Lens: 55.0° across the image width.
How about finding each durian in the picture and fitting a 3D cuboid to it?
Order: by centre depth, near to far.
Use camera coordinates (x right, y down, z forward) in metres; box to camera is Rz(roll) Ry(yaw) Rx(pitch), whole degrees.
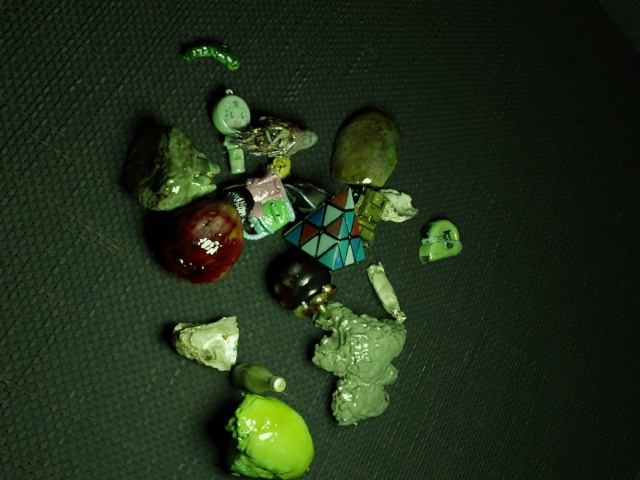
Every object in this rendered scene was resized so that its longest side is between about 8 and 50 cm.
[{"bbox_3d":[-0.153,0.583,1.792,0.340,0.255,0.204,22,34,-26],"label":"durian"}]

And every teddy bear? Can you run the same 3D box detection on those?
[{"bbox_3d":[0.115,0.410,1.996,0.358,0.224,0.367,18,91,-29],"label":"teddy bear"}]

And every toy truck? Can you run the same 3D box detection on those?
[{"bbox_3d":[0.134,-0.046,2.053,0.127,0.127,0.257,27,88,-30],"label":"toy truck"}]

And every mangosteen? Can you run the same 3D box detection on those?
[{"bbox_3d":[-0.044,0.151,1.902,0.194,0.194,0.230,-23,69,-30],"label":"mangosteen"}]

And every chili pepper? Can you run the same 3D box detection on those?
[{"bbox_3d":[-0.335,-0.574,1.893,0.182,0.050,0.073,1,91,-28],"label":"chili pepper"}]

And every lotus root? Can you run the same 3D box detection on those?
[{"bbox_3d":[0.169,-0.320,2.110,0.210,0.142,0.313,24,72,-25],"label":"lotus root"}]

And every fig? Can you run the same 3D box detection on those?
[{"bbox_3d":[-0.332,-0.006,1.741,0.224,0.224,0.263,43,79,-20],"label":"fig"}]

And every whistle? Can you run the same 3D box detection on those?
[{"bbox_3d":[-0.272,-0.337,1.899,0.126,0.067,0.257,-10,95,-43],"label":"whistle"}]

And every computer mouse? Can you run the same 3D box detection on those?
[{"bbox_3d":[-0.025,-0.122,1.981,0.233,0.137,0.096,23,73,-21],"label":"computer mouse"}]

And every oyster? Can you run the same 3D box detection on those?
[{"bbox_3d":[-0.338,0.293,1.787,0.233,0.107,0.161,18,70,-47],"label":"oyster"},{"bbox_3d":[0.251,-0.128,2.187,0.191,0.081,0.163,41,41,-5],"label":"oyster"}]

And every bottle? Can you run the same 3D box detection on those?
[{"bbox_3d":[-0.176,0.397,1.758,0.083,0.270,0.083,4,81,-29],"label":"bottle"}]

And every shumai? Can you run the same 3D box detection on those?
[{"bbox_3d":[-0.415,-0.188,1.758,0.218,0.189,0.255,17,60,-46],"label":"shumai"}]

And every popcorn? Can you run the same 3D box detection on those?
[{"bbox_3d":[-0.138,-0.232,1.974,0.084,0.084,0.084,3,83,-30],"label":"popcorn"}]

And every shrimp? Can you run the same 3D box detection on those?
[{"bbox_3d":[-0.151,-0.315,1.905,0.343,0.145,0.116,-11,126,-39],"label":"shrimp"}]

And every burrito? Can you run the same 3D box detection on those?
[{"bbox_3d":[0.224,0.178,2.100,0.063,0.058,0.229,21,41,-57],"label":"burrito"}]

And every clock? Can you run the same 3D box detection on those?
[{"bbox_3d":[-0.197,-0.105,1.899,0.196,0.100,0.193,-24,97,-21],"label":"clock"}]

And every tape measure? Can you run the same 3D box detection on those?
[{"bbox_3d":[0.445,-0.001,2.270,0.178,0.087,0.153,-9,89,-33],"label":"tape measure"}]

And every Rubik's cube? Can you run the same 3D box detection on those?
[{"bbox_3d":[0.000,0.000,1.950,0.250,0.234,0.284,43,52,-59],"label":"Rubik's cube"}]
